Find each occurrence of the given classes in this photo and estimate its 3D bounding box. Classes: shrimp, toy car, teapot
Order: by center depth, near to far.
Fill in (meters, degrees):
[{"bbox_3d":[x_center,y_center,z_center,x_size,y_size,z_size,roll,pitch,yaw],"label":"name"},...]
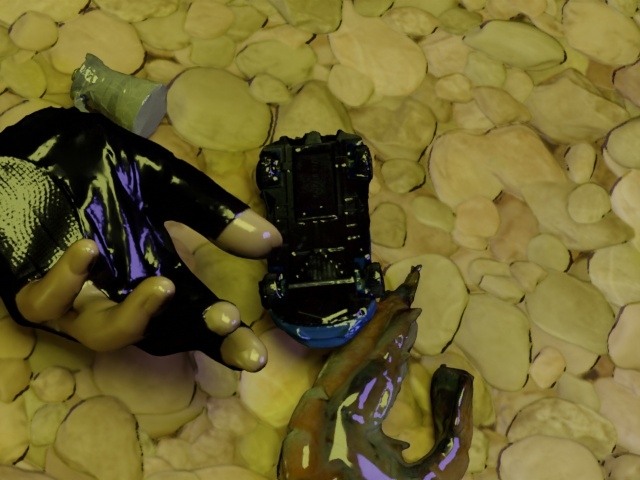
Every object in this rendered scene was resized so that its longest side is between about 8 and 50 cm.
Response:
[{"bbox_3d":[0.067,0.133,1.432,0.145,0.059,0.254,33,58,3],"label":"shrimp"},{"bbox_3d":[0.000,0.000,1.485,0.103,0.063,0.216,-6,56,3],"label":"toy car"},{"bbox_3d":[-0.181,-0.124,1.527,0.083,0.057,0.067,30,54,13],"label":"teapot"}]

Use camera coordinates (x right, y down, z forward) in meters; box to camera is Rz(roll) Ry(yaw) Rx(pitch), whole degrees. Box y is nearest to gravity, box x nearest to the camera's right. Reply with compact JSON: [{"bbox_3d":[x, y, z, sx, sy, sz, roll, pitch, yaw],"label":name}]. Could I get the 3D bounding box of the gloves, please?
[{"bbox_3d":[-0.149,0.009,1.391,0.197,0.152,0.301,-37,49,-23],"label":"gloves"}]
